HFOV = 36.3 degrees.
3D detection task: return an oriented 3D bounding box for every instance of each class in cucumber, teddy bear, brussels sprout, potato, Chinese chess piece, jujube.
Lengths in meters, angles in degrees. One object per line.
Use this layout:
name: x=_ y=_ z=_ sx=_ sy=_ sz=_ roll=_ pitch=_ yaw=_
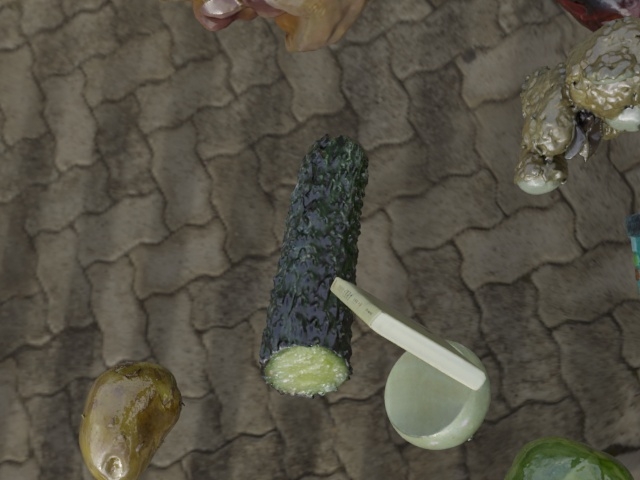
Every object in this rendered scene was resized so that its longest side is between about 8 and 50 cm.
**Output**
cucumber: x=0.000 y=0.000 z=1.064 sx=0.096 sy=0.096 sz=0.359 roll=-13 pitch=44 yaw=19
teddy bear: x=0.386 y=-0.204 z=1.345 sx=0.156 sy=0.267 sz=0.256 roll=55 pitch=147 yaw=0
brussels sprout: x=0.401 y=0.447 z=1.545 sx=0.219 sy=0.271 sz=0.210 roll=10 pitch=43 yaw=37
potato: x=-0.266 y=0.245 z=1.331 sx=0.137 sy=0.137 sz=0.176 roll=14 pitch=49 yaw=22
Chinese chess piece: x=0.152 y=0.200 z=1.271 sx=0.144 sy=0.058 sz=0.144 roll=-21 pitch=53 yaw=31
jujube: x=0.488 y=-0.432 z=1.678 sx=0.236 sy=0.168 sz=0.168 roll=30 pitch=95 yaw=39

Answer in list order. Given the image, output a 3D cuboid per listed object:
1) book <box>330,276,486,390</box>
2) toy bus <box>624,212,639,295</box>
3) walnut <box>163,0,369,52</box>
book: x=0.051 y=0.053 z=0.595 sx=0.077 sy=0.111 sz=0.014 roll=32 pitch=91 yaw=-14
toy bus: x=0.401 y=0.019 z=0.807 sx=0.256 sy=0.128 sz=0.147 roll=-5 pitch=87 yaw=-3
walnut: x=-0.068 y=-0.245 z=0.695 sx=0.238 sy=0.141 sz=0.204 roll=24 pitch=131 yaw=10
